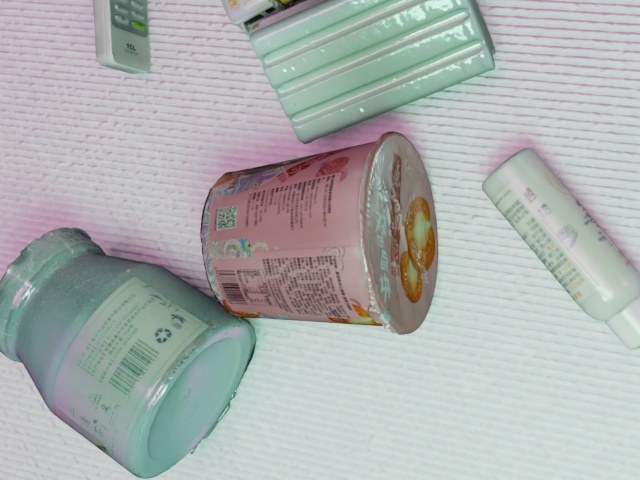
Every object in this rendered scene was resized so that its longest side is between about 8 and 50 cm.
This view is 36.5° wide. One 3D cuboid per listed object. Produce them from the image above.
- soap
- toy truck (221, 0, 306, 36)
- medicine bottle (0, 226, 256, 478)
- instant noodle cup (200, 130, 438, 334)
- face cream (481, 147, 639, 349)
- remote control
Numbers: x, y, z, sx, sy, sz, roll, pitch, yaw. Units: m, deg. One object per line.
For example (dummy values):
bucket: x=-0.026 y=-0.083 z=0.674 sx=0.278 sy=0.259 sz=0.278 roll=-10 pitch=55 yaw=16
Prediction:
soap: x=0.066 y=-0.245 z=1.211 sx=0.266 sy=0.087 sz=0.159 roll=-20 pitch=114 yaw=19
toy truck: x=-0.029 y=-0.354 z=1.257 sx=0.227 sy=0.114 sz=0.098 roll=-25 pitch=83 yaw=18
medicine bottle: x=-0.269 y=0.134 z=1.283 sx=0.290 sy=0.245 sz=0.245 roll=32 pitch=101 yaw=19
instant noodle cup: x=0.000 y=0.000 z=1.197 sx=0.231 sy=0.243 sz=0.242 roll=-5 pitch=89 yaw=27
face cream: x=0.306 y=0.013 z=1.161 sx=0.082 sy=0.082 sz=0.269 roll=-41 pitch=79 yaw=15
remote control: x=-0.279 y=-0.361 z=1.353 sx=0.034 sy=0.103 sz=0.250 roll=-4 pitch=88 yaw=22
